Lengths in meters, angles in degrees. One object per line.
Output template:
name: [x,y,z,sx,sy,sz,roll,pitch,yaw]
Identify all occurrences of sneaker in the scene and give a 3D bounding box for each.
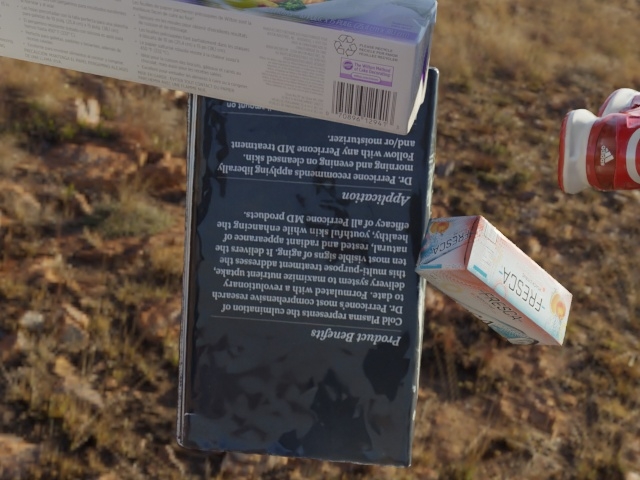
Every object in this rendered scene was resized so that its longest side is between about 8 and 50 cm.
sneaker: [0.278,-0.070,0.758,0.128,0.087,0.221,9,21,31]

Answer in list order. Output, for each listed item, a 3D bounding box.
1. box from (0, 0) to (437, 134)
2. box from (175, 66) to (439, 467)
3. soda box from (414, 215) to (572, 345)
box: [-0.092,-0.135,0.597,0.324,0.067,0.063,12,39,11]
box: [0.000,0.000,1.333,0.298,0.471,0.480,6,8,5]
soda box: [0.172,0.042,0.944,0.063,0.058,0.183,-3,-29,45]
